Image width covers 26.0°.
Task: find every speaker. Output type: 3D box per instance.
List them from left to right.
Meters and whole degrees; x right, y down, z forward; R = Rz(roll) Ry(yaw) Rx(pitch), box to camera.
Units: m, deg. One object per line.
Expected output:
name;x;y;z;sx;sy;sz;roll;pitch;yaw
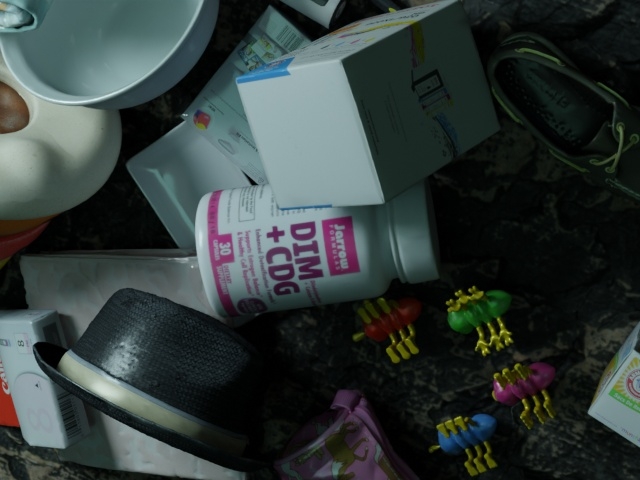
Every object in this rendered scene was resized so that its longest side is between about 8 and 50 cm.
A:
speaker;-0.033;-0.315;1.699;0.136;0.055;0.055;32;115;8

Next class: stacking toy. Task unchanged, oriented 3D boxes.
stacking toy;-0.495;-0.054;1.866;0.350;0.350;0.480;39;135;4

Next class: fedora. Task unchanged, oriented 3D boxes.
fedora;-0.188;0.157;1.737;0.334;0.334;0.153;25;87;11

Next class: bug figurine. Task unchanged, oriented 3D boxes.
bug figurine;0.178;0.159;1.759;0.216;0.072;0.279;-24;108;30

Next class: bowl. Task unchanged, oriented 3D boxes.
bowl;-0.238;-0.278;1.711;0.297;0.134;0.298;-8;69;22

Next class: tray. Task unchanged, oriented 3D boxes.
tray;-0.132;-0.028;1.843;0.145;0.030;0.270;-31;95;25

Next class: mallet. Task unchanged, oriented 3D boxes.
mallet;0.108;-0.255;1.683;0.189;0.039;0.062;32;117;13

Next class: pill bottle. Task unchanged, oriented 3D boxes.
pill bottle;0.000;0.000;1.715;0.283;0.160;0.160;-8;104;9

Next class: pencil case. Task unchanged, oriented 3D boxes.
pencil case;0.102;0.382;1.823;0.167;0.160;0.386;-40;90;-7

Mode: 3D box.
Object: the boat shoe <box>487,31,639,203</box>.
boat shoe;0.320;-0.127;1.613;0.305;0.091;0.109;38;116;5

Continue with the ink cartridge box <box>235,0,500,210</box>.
ink cartridge box;0.058;-0.157;1.593;0.171;0.232;0.168;-3;111;44

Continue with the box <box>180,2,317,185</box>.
box;-0.064;-0.181;1.747;0.145;0.038;0.186;41;106;1

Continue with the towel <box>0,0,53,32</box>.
towel;-0.460;-0.415;1.705;0.374;0.090;0.321;8;68;17

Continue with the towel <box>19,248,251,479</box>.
towel;-0.252;0.170;1.920;0.316;0.053;0.332;2;110;25

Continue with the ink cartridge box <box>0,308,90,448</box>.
ink cartridge box;-0.436;0.194;1.968;0.232;0.066;0.189;-4;105;38

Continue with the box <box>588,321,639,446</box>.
box;0.439;0.204;1.666;0.203;0.114;0.103;33;115;8
